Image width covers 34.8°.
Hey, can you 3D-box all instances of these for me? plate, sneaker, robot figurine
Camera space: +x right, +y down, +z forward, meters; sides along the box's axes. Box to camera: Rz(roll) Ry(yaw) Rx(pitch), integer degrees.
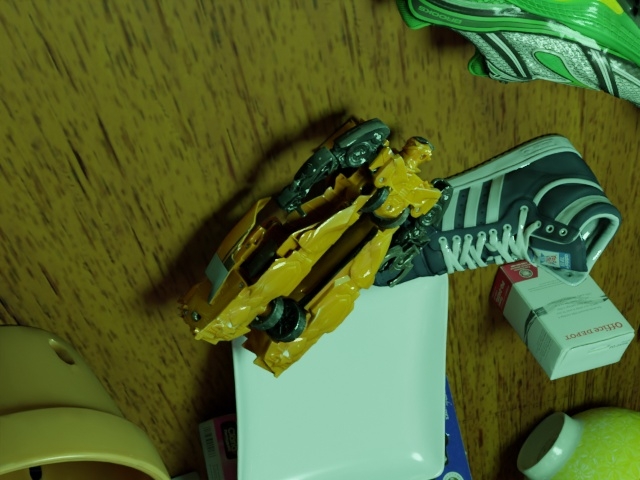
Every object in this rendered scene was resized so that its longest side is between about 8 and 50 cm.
[{"bbox_3d":[0.022,0.177,1.209,0.278,0.045,0.277,-8,108,-25],"label":"plate"},{"bbox_3d":[0.187,0.003,1.110,0.282,0.153,0.099,-28,141,-2],"label":"sneaker"},{"bbox_3d":[0.000,0.000,1.028,0.291,0.085,0.211,-47,139,6],"label":"robot figurine"},{"bbox_3d":[0.219,-0.199,0.931,0.344,0.134,0.146,24,138,-25],"label":"sneaker"}]

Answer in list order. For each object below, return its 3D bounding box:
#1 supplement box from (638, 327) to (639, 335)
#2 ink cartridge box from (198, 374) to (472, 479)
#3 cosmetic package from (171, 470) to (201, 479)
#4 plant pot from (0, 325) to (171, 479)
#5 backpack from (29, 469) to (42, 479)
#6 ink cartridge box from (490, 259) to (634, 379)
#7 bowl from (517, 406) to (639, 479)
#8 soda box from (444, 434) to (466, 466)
[{"bbox_3d":[0.531,0.125,1.544,0.083,0.043,0.055,-18,141,-13],"label":"supplement box"},{"bbox_3d":[0.039,0.282,1.301,0.371,0.175,0.069,-6,167,-28],"label":"ink cartridge box"},{"bbox_3d":[-0.247,0.531,1.400,0.230,0.161,0.453,-14,138,-20],"label":"cosmetic package"},{"bbox_3d":[-0.308,0.221,0.996,0.291,0.203,0.290,-18,140,-16],"label":"plant pot"},{"bbox_3d":[-0.327,0.340,1.155,0.173,0.158,0.117,2,143,-15],"label":"backpack"},{"bbox_3d":[0.300,0.092,1.279,0.109,0.150,0.063,-11,137,-22],"label":"ink cartridge box"},{"bbox_3d":[0.405,0.360,1.603,0.156,0.289,0.289,39,112,-4],"label":"bowl"},{"bbox_3d":[0.049,0.310,1.400,0.286,0.098,0.091,-7,136,-27],"label":"soda box"}]
